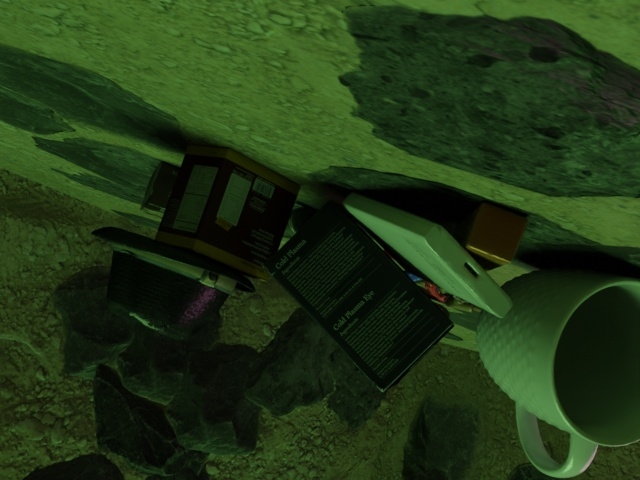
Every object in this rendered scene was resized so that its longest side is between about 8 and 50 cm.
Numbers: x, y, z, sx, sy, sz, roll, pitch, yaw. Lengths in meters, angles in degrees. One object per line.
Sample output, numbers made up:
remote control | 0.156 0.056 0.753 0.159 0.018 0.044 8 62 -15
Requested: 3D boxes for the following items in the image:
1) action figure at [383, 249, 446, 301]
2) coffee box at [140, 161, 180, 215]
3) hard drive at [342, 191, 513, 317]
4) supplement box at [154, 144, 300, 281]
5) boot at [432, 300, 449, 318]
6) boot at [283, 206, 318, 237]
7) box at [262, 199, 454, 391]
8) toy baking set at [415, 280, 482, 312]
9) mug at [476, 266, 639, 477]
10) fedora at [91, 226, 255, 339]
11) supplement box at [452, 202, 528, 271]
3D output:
action figure | 0.246 0.079 2.026 0.139 0.092 0.280 29 170 -22
coffee box | -0.329 -0.097 2.118 0.141 0.098 0.246 20 172 -13
hard drive | 0.170 0.018 1.533 0.203 0.040 0.307 44 174 -24
supplement box | -0.171 -0.050 1.715 0.129 0.194 0.191 11 169 46
boot | 0.256 0.184 2.703 0.236 0.089 0.269 29 180 -3
boot | -0.055 -0.037 2.050 0.189 0.076 0.208 29 175 -42
box | 0.087 0.110 1.758 0.312 0.179 0.343 45 -178 10
toy baking set | 0.368 0.160 2.519 0.256 0.030 0.196 14 171 33
mug | 0.425 0.230 1.623 0.276 0.374 0.328 3 -176 -20
fedora | -0.289 0.092 1.703 0.334 0.153 0.334 20 174 2
supplement box | 0.262 0.001 1.481 0.078 0.080 0.233 21 175 2
